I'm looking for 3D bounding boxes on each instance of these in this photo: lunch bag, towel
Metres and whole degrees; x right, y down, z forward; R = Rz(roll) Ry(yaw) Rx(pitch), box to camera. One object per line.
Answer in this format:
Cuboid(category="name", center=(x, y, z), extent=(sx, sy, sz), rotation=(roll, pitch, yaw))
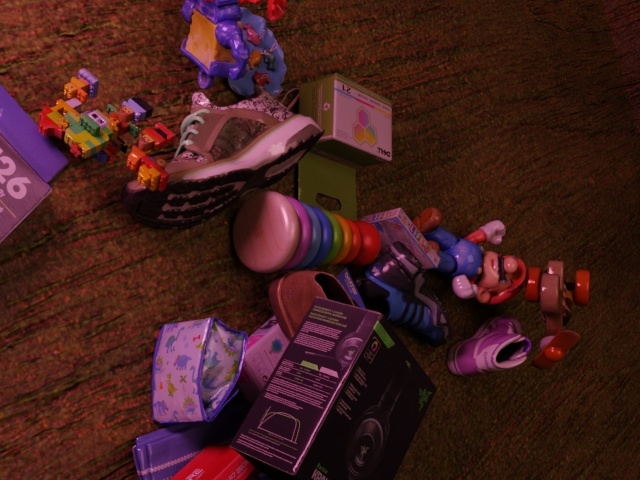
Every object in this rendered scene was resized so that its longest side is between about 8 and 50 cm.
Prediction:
Cuboid(category="lunch bag", center=(-0.189, 0.202, 1.204), extent=(0.096, 0.129, 0.151), rotation=(34, 56, -36))
Cuboid(category="towel", center=(-0.165, 0.441, 1.245), extent=(0.243, 0.040, 0.335), rotation=(-9, 89, -49))

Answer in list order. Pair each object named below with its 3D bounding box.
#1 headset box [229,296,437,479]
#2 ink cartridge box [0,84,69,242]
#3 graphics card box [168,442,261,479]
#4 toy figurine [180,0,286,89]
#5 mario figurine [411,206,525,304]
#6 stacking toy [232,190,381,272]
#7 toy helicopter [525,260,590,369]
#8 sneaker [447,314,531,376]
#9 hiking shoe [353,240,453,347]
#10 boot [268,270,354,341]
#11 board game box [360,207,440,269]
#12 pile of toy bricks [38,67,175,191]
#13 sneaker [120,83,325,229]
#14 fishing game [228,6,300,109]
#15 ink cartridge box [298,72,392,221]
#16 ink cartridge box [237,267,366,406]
Cuboid(category="headset box", center=(0.037, 0.259, 1.223), extent=(0.283, 0.131, 0.246), rotation=(-59, 137, -23))
Cuboid(category="ink cartridge box", center=(-0.492, -0.127, 1.005), extent=(0.303, 0.072, 0.307), rotation=(52, 48, -25))
Cuboid(category="graphics card box", center=(-0.137, 0.515, 1.161), extent=(0.233, 0.094, 0.370), rotation=(-36, 110, -48))
Cuboid(category="toy figurine", center=(-0.209, -0.356, 1.301), extent=(0.191, 0.362, 0.217), rotation=(-15, 131, -34))
Cuboid(category="mario figurine", center=(0.352, 0.037, 1.784), extent=(0.321, 0.170, 0.198), rotation=(26, 93, -33))
Cuboid(category="stacking toy", center=(0.000, 0.000, 1.463), extent=(0.330, 0.141, 0.141), rotation=(9, 74, -50))
Cuboid(category="toy helicopter", center=(0.498, 0.153, 1.722), extent=(0.355, 0.140, 0.234), rotation=(34, 62, -67))
Cuboid(category="sneaker", center=(0.429, 0.240, 1.830), extent=(0.282, 0.161, 0.102), rotation=(-25, 97, -48))
Cuboid(category="hiking shoe", center=(0.169, 0.129, 1.639), extent=(0.132, 0.113, 0.304), rotation=(-34, 129, -1))
Cuboid(category="boot", center=(0.025, 0.189, 1.359), extent=(0.112, 0.115, 0.305), rotation=(-41, 110, -46))
Cuboid(category="board game box", center=(0.162, 0.004, 1.645), extent=(0.154, 0.103, 0.026), rotation=(49, 49, -27))
Cuboid(category="pile of toy bricks", center=(-0.310, -0.147, 1.111), extent=(0.212, 0.118, 0.105), rotation=(38, 45, 13))
Cuboid(category="sneaker", center=(-0.184, -0.153, 1.324), extent=(0.182, 0.158, 0.410), rotation=(50, 44, 10))
Cuboid(category="fishing game", center=(-0.124, -0.345, 1.477), extent=(0.264, 0.041, 0.189), rotation=(59, 43, -19))
Cuboid(category="ink cartridge box", center=(0.051, -0.169, 1.569), extent=(0.189, 0.097, 0.255), rotation=(14, 72, -48))
Cuboid(category="ink cartridge box", center=(-0.018, 0.201, 1.435), extent=(0.311, 0.065, 0.185), rotation=(-38, 107, -42))
